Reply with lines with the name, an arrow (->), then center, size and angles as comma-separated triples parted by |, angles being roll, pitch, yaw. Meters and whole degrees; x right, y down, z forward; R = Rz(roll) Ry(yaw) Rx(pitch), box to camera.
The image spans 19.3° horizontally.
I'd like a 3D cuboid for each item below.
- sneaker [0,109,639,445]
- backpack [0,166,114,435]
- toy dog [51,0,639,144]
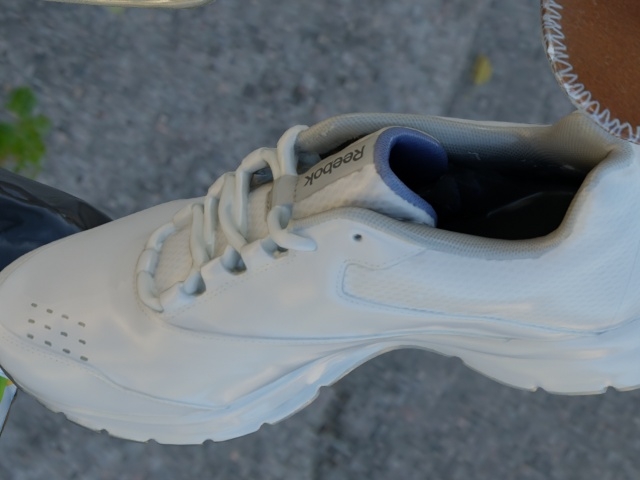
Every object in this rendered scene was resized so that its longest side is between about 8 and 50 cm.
sneaker -> 0.000, 0.000, 0.722 | 0.129, 0.297, 0.111 | 56, 27, -55
backpack -> -0.317, 0.102, 1.057 | 0.273, 0.290, 0.355 | 16, 94, -50
toy dog -> 0.052, -0.126, 0.438 | 0.334, 0.161, 0.220 | -30, 128, -40
